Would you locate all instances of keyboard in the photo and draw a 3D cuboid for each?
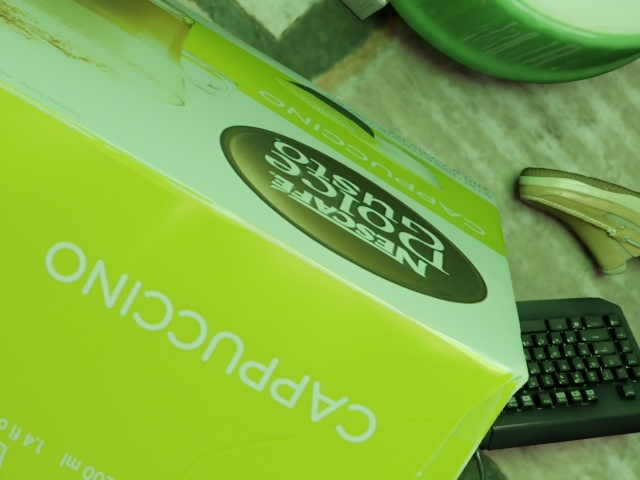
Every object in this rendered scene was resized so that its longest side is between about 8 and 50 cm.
[{"bbox_3d":[0.113,0.133,0.883,0.317,0.033,0.202,-4,57,-16],"label":"keyboard"}]

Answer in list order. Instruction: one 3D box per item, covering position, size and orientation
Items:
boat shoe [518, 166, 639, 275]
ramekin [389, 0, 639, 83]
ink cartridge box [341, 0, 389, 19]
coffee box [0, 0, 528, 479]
[{"bbox_3d":[0.242,-0.006,0.957,0.190,0.068,0.072,16,95,-15],"label":"boat shoe"},{"bbox_3d":[0.181,-0.264,0.817,0.303,0.148,0.303,-1,95,-11],"label":"ramekin"},{"bbox_3d":[0.007,-0.271,0.896,0.181,0.061,0.104,42,79,-12],"label":"ink cartridge box"},{"bbox_3d":[-0.126,0.065,0.626,0.337,0.334,0.338,30,106,-2],"label":"coffee box"}]
